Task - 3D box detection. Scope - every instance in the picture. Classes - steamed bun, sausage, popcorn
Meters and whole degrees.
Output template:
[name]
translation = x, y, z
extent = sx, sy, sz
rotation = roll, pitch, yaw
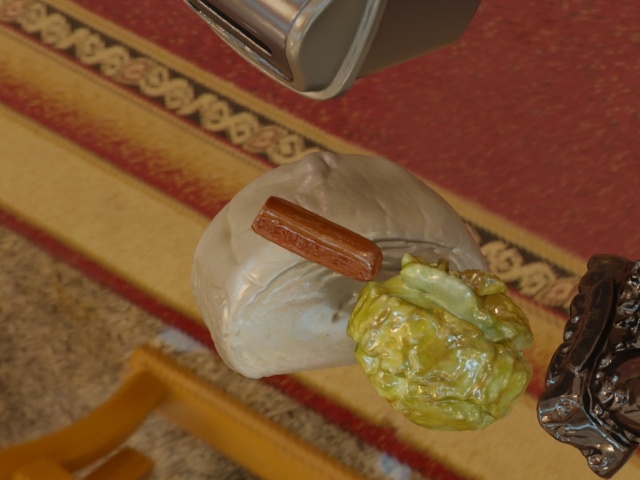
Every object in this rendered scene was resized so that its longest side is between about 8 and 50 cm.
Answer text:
[steamed bun]
translation = 0.035, 0.020, 1.882
extent = 0.247, 0.383, 0.236
rotation = -125, 35, -52
[sausage]
translation = 0.000, 0.000, 1.409
extent = 0.131, 0.039, 0.041
rotation = 25, 124, -4
[popcorn]
translation = 0.139, 0.121, 1.684
extent = 0.184, 0.221, 0.204
rotation = -56, 43, 11

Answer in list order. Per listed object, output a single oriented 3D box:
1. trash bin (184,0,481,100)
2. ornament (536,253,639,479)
[trash bin]
translation = 0.012, -0.250, 1.373
extent = 0.209, 0.290, 0.182
rotation = 38, 125, 25
[ornament]
translation = 0.330, 0.075, 1.257
extent = 0.106, 0.251, 0.260
rotation = 44, 136, -20
